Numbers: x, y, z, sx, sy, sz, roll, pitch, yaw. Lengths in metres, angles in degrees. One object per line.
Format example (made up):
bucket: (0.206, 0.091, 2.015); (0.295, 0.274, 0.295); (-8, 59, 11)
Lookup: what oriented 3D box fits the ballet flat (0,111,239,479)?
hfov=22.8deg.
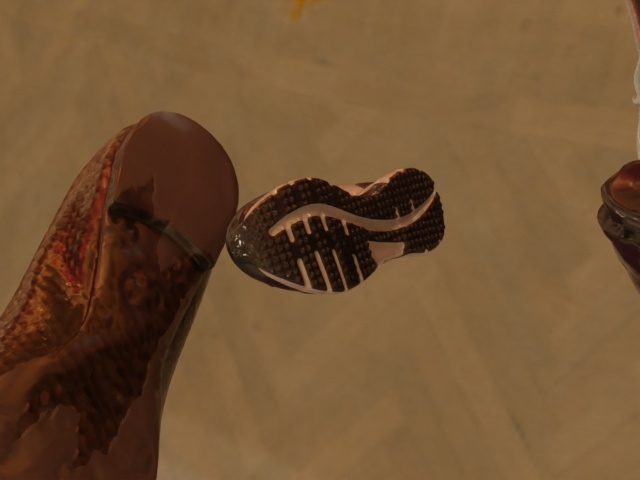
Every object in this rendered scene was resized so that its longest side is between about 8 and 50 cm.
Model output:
ballet flat: (-0.093, 0.051, 0.563); (0.058, 0.084, 0.250); (-32, 28, 42)

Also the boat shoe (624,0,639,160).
boat shoe: (0.207, -0.111, 0.879); (0.320, 0.103, 0.118); (-77, -3, -47)

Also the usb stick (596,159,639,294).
usb stick: (0.192, 0.078, 0.646); (0.045, 0.278, 0.077); (-42, 32, -10)

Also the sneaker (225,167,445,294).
sneaker: (0.000, 0.000, 0.551); (0.043, 0.109, 0.040); (-15, 86, 35)
